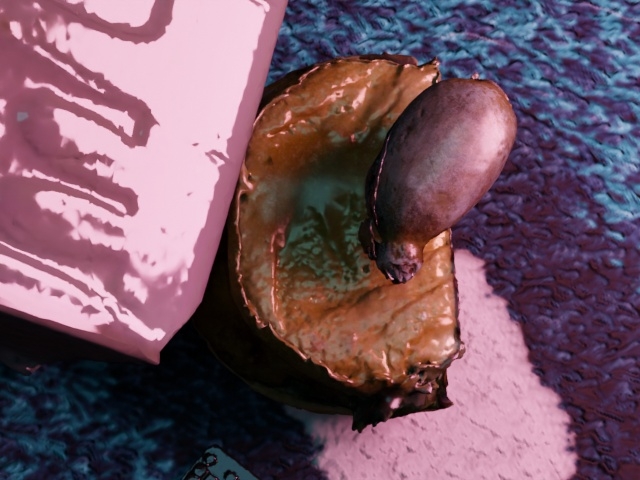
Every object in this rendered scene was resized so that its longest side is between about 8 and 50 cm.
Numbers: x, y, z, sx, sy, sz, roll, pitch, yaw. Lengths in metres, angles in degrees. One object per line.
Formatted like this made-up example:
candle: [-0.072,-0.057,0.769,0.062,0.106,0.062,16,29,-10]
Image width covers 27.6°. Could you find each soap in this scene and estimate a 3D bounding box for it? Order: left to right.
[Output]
soap: [-0.217,-0.150,0.912,0.350,0.213,0.435,26,73,-32]

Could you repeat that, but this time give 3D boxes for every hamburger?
hamburger: [0.000,0.000,0.996,0.211,0.132,0.308,-1,71,-1]

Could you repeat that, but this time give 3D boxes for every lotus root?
lotus root: [0.078,-0.049,0.912,0.088,0.088,0.165,32,79,10]

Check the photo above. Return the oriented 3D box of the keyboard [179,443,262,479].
keyboard: [-0.011,0.257,0.970,0.250,0.017,0.087,40,77,12]
